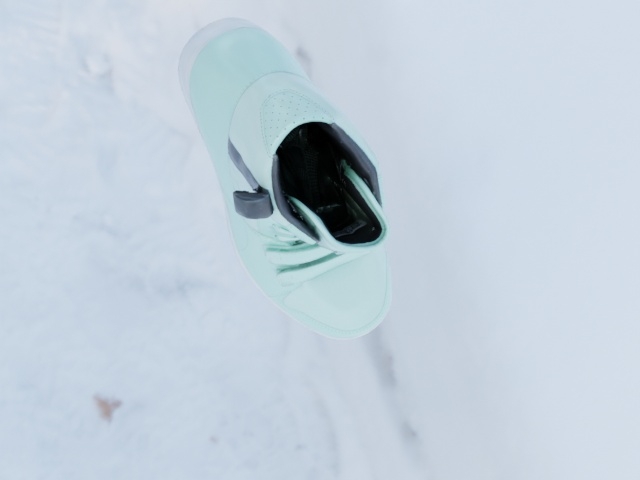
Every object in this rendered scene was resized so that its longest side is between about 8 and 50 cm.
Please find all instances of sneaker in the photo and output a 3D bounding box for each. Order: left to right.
[{"bbox_3d":[-0.001,0.000,0.810,0.094,0.256,0.151,-31,39,-5],"label":"sneaker"}]
